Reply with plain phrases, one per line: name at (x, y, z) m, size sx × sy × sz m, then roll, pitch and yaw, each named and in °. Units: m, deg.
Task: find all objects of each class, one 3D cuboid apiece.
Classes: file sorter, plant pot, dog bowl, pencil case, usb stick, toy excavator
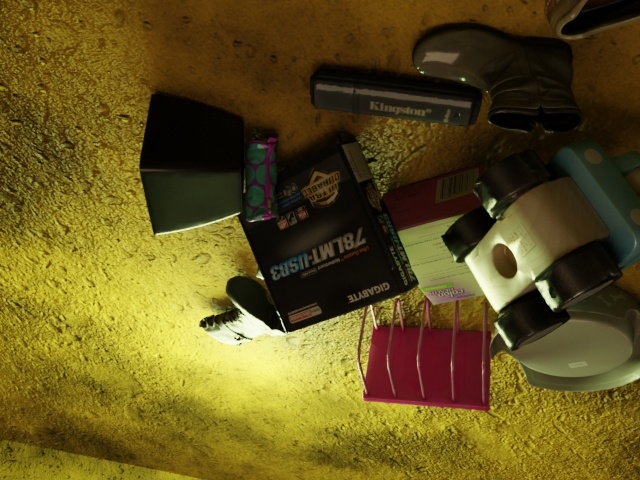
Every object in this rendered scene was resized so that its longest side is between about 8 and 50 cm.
file sorter at (0.242, 0.249, 1.567) m, size 0.291 × 0.202 × 0.182 m, roll 1°, pitch 140°, yaw 15°
plant pot at (-0.223, -0.134, 1.238) m, size 0.167 × 0.187 × 0.188 m, roll 1°, pitch 142°, yaw -4°
dog bowl at (0.555, 0.212, 1.511) m, size 0.349 × 0.102 × 0.348 m, roll 8°, pitch 143°, yaw 6°
pencil case at (-0.106, -0.111, 1.247) m, size 0.065 × 0.151 × 0.070 m, roll -4°, pitch -175°, yaw -33°
usb stick at (0.119, -0.233, 1.111) m, size 0.278 × 0.045 × 0.077 m, roll 8°, pitch 142°, yaw 5°
toy excavator at (0.466, -0.069, 1.025) m, size 0.446 × 0.222 × 0.433 m, roll -20°, pitch 157°, yaw -23°

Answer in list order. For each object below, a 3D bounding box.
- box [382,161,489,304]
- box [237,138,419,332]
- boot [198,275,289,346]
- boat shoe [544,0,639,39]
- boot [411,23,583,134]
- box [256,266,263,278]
box at (0.263, -0.004, 1.305) m, size 0.214 × 0.117 × 0.243 m, roll -16°, pitch 133°, yaw 32°
box at (0.000, 0.000, 1.286) m, size 0.296 × 0.073 × 0.293 m, roll -23°, pitch 88°, yaw 37°
boot at (-0.219, 0.196, 1.722) m, size 0.229 × 0.091 × 0.263 m, roll -15°, pitch 137°, yaw 31°
boat shoe at (0.432, -0.335, 0.843) m, size 0.302 × 0.103 × 0.113 m, roll -20°, pitch 132°, yaw 36°
boot at (0.251, -0.230, 0.982) m, size 0.247 × 0.161 × 0.083 m, roll 6°, pitch 142°, yaw 8°
box at (-0.052, 0.047, 1.498) m, size 0.137 × 0.072 × 0.126 m, roll 24°, pitch 141°, yaw -14°
